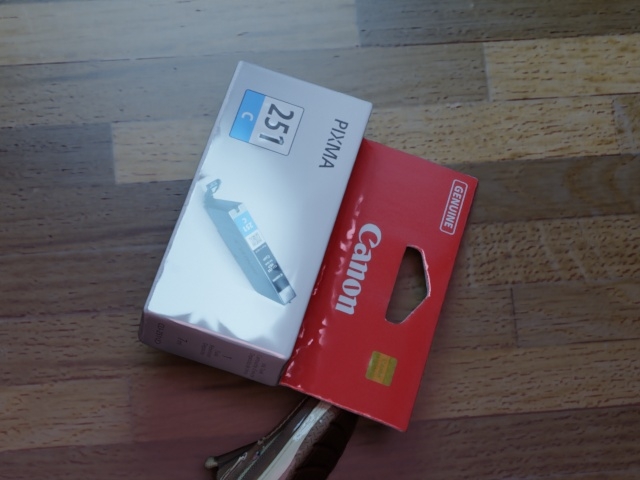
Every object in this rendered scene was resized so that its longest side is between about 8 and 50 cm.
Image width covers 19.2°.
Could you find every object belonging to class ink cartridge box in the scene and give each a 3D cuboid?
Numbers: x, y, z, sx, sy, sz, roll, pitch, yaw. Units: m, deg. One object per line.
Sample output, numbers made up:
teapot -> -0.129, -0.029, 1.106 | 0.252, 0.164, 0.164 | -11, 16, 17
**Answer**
ink cartridge box -> 0.000, 0.000, 1.756 | 0.261, 0.066, 0.296 | 19, 59, -1

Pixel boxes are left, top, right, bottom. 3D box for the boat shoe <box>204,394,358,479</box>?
boat shoe -> -0.064, 0.217, 1.727 | 0.095, 0.095, 0.257 | 28, 65, 22
